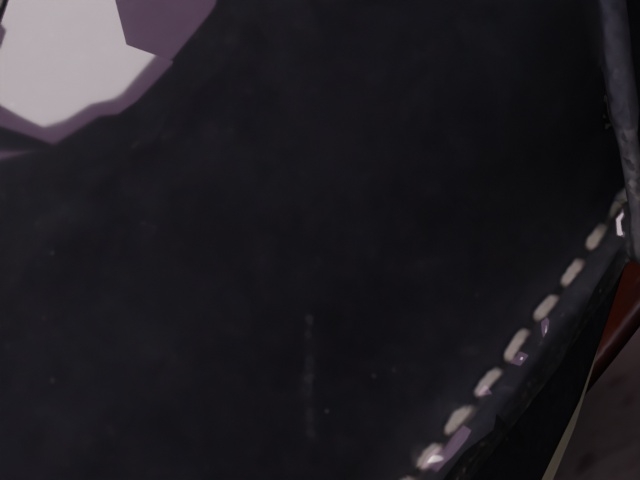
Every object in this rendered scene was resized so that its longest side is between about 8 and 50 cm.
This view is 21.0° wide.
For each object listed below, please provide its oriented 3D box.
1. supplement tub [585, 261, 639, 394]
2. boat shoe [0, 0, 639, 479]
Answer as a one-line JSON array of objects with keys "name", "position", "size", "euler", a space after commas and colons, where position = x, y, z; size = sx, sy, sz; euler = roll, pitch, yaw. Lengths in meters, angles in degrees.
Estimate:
[{"name": "supplement tub", "position": [-0.002, -0.020, 0.494], "size": [0.106, 0.198, 0.106], "euler": [-50, -8, -10]}, {"name": "boat shoe", "position": [0.026, -0.086, 0.387], "size": [0.500, 0.187, 0.156], "euler": [-58, -3, -24]}]
